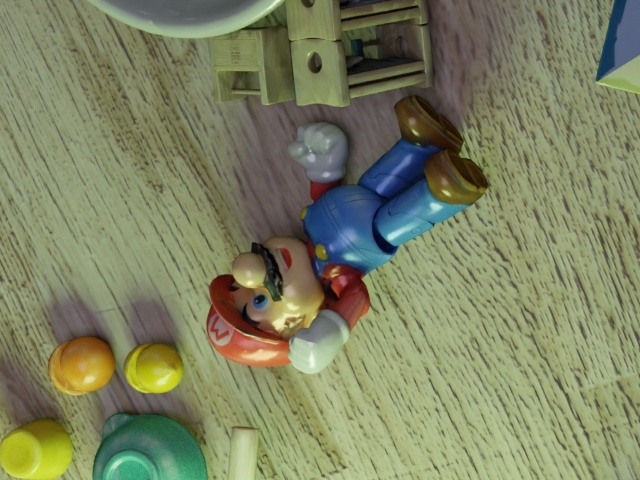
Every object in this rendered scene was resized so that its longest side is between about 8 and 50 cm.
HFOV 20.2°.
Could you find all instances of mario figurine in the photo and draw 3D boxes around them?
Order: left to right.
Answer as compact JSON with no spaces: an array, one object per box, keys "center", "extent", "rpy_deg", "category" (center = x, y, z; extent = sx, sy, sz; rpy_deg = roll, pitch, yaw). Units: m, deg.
[{"center":[0.000,0.000,1.762],"extent":[0.170,0.198,0.320],"rpy_deg":[44,107,-10],"category":"mario figurine"}]

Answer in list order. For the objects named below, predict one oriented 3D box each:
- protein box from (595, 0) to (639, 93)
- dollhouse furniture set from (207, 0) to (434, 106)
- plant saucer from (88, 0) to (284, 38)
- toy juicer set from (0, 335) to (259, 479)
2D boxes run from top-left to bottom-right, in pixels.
[{"center":[0.342,-0.232,1.591],"extent":[0.136,0.201,0.200],"rpy_deg":[15,107,13],"category":"protein box"},{"center":[-0.004,-0.206,1.765],"extent":[0.183,0.129,0.129],"rpy_deg":[6,106,46],"category":"dollhouse furniture set"},{"center":[-0.132,-0.392,1.672],"extent":[0.400,0.100,0.400],"rpy_deg":[15,120,28],"category":"plant saucer"},{"center":[-0.170,0.221,1.925],"extent":[0.329,0.089,0.209],"rpy_deg":[26,96,18],"category":"toy juicer set"}]
